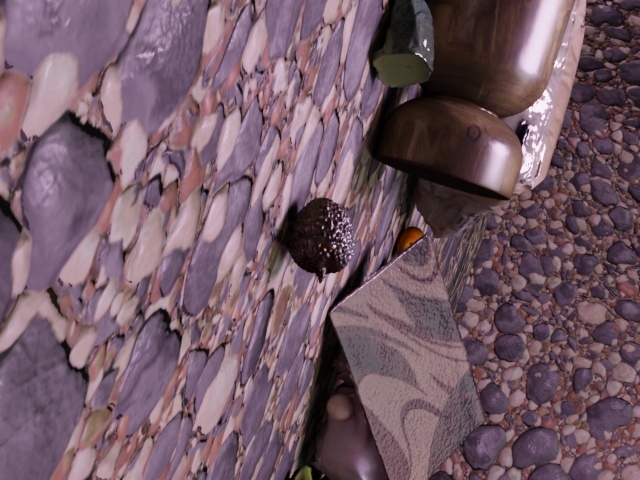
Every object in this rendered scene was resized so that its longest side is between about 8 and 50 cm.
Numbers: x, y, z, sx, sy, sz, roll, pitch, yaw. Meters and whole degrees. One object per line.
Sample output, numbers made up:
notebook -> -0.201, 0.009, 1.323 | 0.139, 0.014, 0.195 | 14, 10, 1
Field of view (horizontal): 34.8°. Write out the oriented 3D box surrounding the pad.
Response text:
pad -> 0.131, 0.180, 1.426 | 0.220, 0.004, 0.330 | -37, 118, -34

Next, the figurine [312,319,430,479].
figurine -> 0.076, 0.231, 1.471 | 0.200, 0.133, 0.276 | 27, 78, -71

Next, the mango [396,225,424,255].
mango -> 0.149, 0.006, 1.690 | 0.089, 0.046, 0.060 | -74, -179, -74

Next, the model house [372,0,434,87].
model house -> 0.091, -0.220, 1.115 | 0.079, 0.066, 0.083 | 44, 47, -64

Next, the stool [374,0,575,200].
stool -> 0.189, -0.200, 1.256 | 0.179, 0.179, 0.264 | 18, 90, -77

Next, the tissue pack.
tissue pack -> 0.262, -0.209, 1.571 | 0.375, 0.195, 0.390 | 109, 1, -81

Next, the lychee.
lychee -> 0.000, 0.000, 0.986 | 0.068, 0.067, 0.083 | 20, 77, -71

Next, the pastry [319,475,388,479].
pastry -> 0.062, 0.458, 1.556 | 0.255, 0.162, 0.311 | -39, -164, 54

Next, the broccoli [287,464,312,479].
broccoli -> -0.015, 0.388, 1.374 | 0.167, 0.154, 0.160 | 75, -5, -68

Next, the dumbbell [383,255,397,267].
dumbbell -> 0.140, 0.087, 1.635 | 0.208, 0.099, 0.099 | 85, 26, -59
